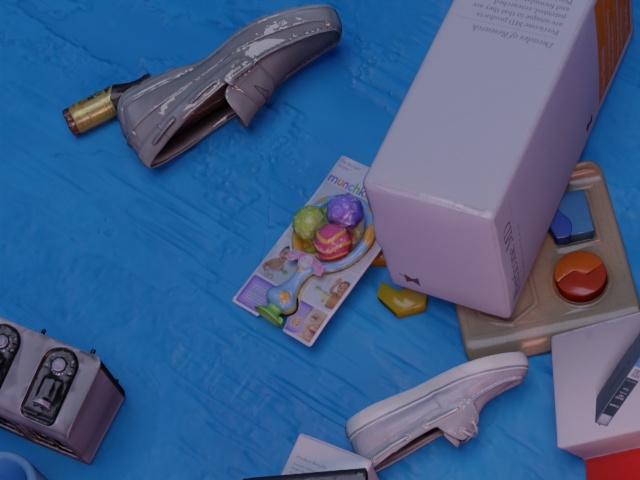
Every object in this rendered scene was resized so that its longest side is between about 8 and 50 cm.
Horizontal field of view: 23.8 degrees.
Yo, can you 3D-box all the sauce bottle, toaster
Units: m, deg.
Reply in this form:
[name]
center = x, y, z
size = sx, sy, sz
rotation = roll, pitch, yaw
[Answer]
[sauce bottle]
center = -0.280, -0.184, 2.026
size = 0.128, 0.042, 0.042
rotation = -27, 63, -4
[toaster]
center = -0.333, 0.175, 1.799
size = 0.168, 0.186, 0.110
rotation = 21, 73, 11

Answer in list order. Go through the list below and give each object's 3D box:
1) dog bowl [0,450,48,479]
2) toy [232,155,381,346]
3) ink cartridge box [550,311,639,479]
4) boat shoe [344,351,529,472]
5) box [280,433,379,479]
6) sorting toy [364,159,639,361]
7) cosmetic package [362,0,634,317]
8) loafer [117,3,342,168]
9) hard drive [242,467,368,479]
[dog bowl]
center = -0.443, 0.324, 1.756
size = 0.297, 0.074, 0.166
rotation = -8, 39, 13
[toy]
center = 0.000, 0.000, 1.863
size = 0.137, 0.056, 0.237
rotation = 28, 78, 35
[ink cartridge box]
center = 0.396, 0.195, 1.625
size = 0.296, 0.066, 0.261
rotation = -20, 58, 34
[boat shoe]
center = 0.143, 0.202, 1.744
size = 0.227, 0.079, 0.081
rotation = -25, 69, 6
[box]
center = -0.007, 0.322, 1.680
size = 0.091, 0.130, 0.170
rotation = 19, 69, 19
[sorting toy]
center = 0.211, 0.032, 1.824
size = 0.307, 0.041, 0.229
rotation = -12, 63, 5
[cosmetic package]
center = 0.223, -0.167, 1.787
size = 0.161, 0.230, 0.453
rotation = 17, 64, 21
[loafer]
center = -0.108, -0.198, 1.966
size = 0.319, 0.112, 0.111
rotation = -29, 68, 5
[hard drive]
center = -0.015, 0.293, 1.608
size = 0.135, 0.022, 0.094
rotation = -6, 64, 7
